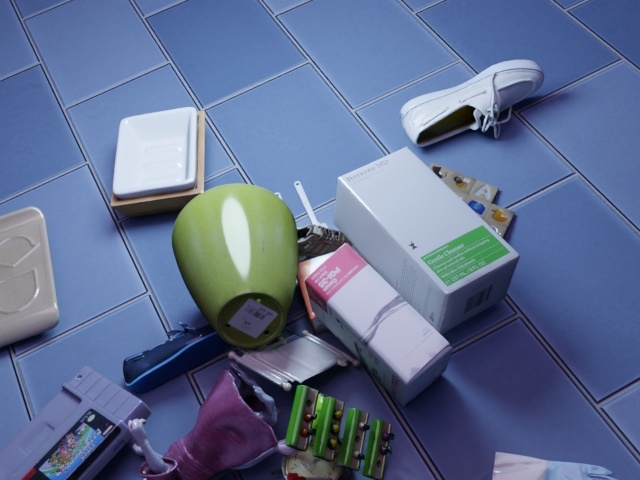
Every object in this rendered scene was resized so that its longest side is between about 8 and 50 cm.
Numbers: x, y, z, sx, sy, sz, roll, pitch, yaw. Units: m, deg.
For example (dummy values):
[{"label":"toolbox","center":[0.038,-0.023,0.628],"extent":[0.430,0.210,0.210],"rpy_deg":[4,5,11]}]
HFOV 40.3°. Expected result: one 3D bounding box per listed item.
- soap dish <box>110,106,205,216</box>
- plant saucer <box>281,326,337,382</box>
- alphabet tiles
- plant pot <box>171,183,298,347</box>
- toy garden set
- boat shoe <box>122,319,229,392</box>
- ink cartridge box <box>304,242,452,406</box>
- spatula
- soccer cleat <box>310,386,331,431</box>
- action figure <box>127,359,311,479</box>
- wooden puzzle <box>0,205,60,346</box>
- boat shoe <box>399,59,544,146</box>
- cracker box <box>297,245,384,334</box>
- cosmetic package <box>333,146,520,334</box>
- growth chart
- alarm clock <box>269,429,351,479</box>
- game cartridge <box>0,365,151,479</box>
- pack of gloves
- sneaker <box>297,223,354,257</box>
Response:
[{"label":"soap dish","center":[-0.395,-0.193,2.185],"extent":[0.228,0.118,0.291],"rpy_deg":[-9,50,4]},{"label":"plant saucer","center":[-0.047,0.235,1.840],"extent":[0.192,0.018,0.067],"rpy_deg":[25,61,28]},{"label":"alphabet tiles","center":[0.265,-0.041,1.952],"extent":[0.285,0.011,0.343],"rpy_deg":[22,51,15]},{"label":"plant pot","center":[-0.159,0.073,1.777],"extent":[0.274,0.275,0.294],"rpy_deg":[-16,34,-2]},{"label":"toy garden set","center":[0.040,0.394,1.561],"extent":[0.049,0.244,0.204],"rpy_deg":[-12,57,45]},{"label":"boat shoe","center":[-0.303,0.221,1.844],"extent":[0.258,0.109,0.089],"rpy_deg":[-24,55,-11]},{"label":"ink cartridge box","center":[0.109,0.168,1.695],"extent":[0.117,0.207,0.283],"rpy_deg":[-40,70,-12]},{"label":"spatula","center":[-0.078,-0.040,2.064],"extent":[0.168,0.019,0.242],"rpy_deg":[-21,51,-5]},{"label":"soccer cleat","center":[-0.009,0.326,1.678],"extent":[0.060,0.179,0.072],"rpy_deg":[29,83,-3]},{"label":"action figure","center":[-0.230,0.416,1.640],"extent":[0.275,0.248,0.370],"rpy_deg":[39,84,6]},{"label":"wooden puzzle","center":[-0.779,0.113,2.050],"extent":[0.322,0.080,0.348],"rpy_deg":[-19,55,-4]},{"label":"boat shoe","center":[0.384,-0.314,2.116],"extent":[0.367,0.136,0.157],"rpy_deg":[-18,50,1]},{"label":"cracker box","center":[0.073,0.093,1.897],"extent":[0.232,0.067,0.156],"rpy_deg":[-17,51,-4]},{"label":"cosmetic package","center":[0.207,-0.004,1.805],"extent":[0.196,0.155,0.365],"rpy_deg":[-27,57,-24]},{"label":"growth chart","center":[-0.055,0.231,1.742],"extent":[0.172,0.021,0.237],"rpy_deg":[29,26,33]},{"label":"alarm clock","center":[0.009,0.414,1.650],"extent":[0.192,0.064,0.129],"rpy_deg":[-40,49,-12]},{"label":"game cartridge","center":[-0.525,0.420,1.727],"extent":[0.230,0.068,0.355],"rpy_deg":[14,53,46]},{"label":"pack of gloves","center":[0.416,0.490,1.542],"extent":[0.232,0.046,0.195],"rpy_deg":[4,64,18]},{"label":"sneaker","center":[0.000,0.000,1.968],"extent":[0.188,0.071,0.066],"rpy_deg":[-1,53,4]}]
